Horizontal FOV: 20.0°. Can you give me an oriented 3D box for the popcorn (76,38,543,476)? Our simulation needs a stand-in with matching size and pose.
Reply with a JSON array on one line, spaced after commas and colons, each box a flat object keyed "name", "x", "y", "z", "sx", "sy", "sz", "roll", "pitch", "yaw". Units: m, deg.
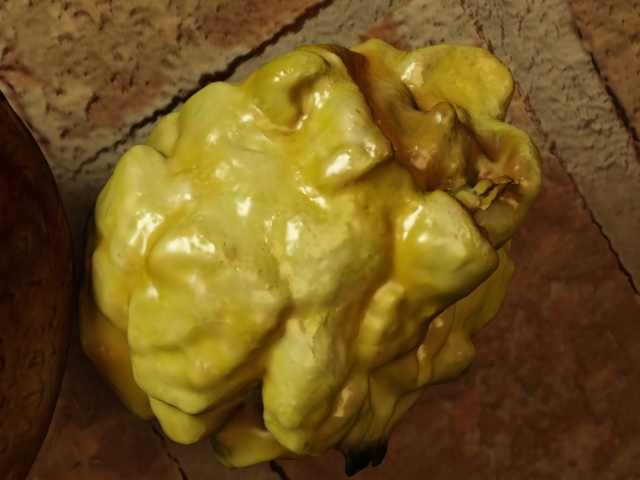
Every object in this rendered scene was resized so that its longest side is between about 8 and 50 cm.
[{"name": "popcorn", "x": 0.000, "y": 0.000, "z": 1.041, "sx": 0.286, "sy": 0.215, "sz": 0.252, "roll": -29, "pitch": 145, "yaw": -42}]

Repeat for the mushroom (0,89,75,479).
[{"name": "mushroom", "x": -0.278, "y": 0.061, "z": 0.927, "sx": 0.345, "sy": 0.239, "sz": 0.345, "roll": -6, "pitch": 118, "yaw": -11}]
